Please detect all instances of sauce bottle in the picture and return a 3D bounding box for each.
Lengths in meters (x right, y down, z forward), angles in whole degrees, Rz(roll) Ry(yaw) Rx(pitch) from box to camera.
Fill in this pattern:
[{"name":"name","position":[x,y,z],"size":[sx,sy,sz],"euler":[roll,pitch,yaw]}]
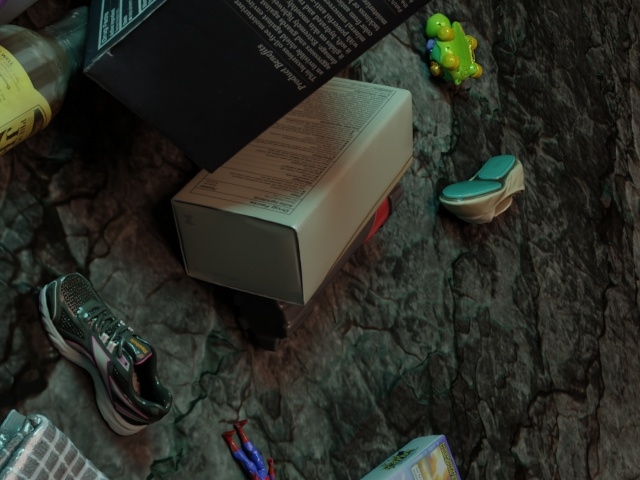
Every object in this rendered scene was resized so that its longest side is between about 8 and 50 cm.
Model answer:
[{"name":"sauce bottle","position":[-0.312,-0.134,0.914],"size":[0.111,0.111,0.344],"euler":[59,40,-14]}]

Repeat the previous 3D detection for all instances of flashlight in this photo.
[{"name":"flashlight","position":[0.000,0.000,1.229],"size":[0.103,0.103,0.304],"euler":[40,44,3]}]

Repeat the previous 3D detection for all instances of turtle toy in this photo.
[{"name":"turtle toy","position":[0.208,-0.313,1.615],"size":[0.095,0.066,0.130],"euler":[8,69,-49]}]

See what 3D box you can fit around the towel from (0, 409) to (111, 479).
[{"name":"towel","position":[-0.243,0.306,0.811],"size":[0.235,0.121,0.283],"euler":[46,45,-28]}]

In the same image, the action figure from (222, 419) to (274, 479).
[{"name":"action figure","position":[-0.069,0.258,1.102],"size":[0.038,0.030,0.115],"euler":[-37,106,-54]}]

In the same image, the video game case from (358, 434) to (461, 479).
[{"name":"video game case","position":[0.116,0.414,1.223],"size":[0.244,0.061,0.269],"euler":[-22,92,-49]}]

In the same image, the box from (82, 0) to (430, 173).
[{"name":"box","position":[-0.070,-0.278,1.000],"size":[0.183,0.294,0.296],"euler":[41,24,-34]}]

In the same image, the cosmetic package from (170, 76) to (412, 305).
[{"name":"cosmetic package","position":[-0.020,-0.073,1.162],"size":[0.309,0.160,0.113],"euler":[-51,146,-43]}]

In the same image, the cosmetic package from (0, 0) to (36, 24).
[{"name":"cosmetic package","position":[-0.287,-0.451,1.033],"size":[0.230,0.161,0.453],"euler":[45,45,-28]}]

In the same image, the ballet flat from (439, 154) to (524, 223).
[{"name":"ballet flat","position":[0.265,-0.069,1.580],"size":[0.248,0.086,0.086],"euler":[-31,99,-51]}]

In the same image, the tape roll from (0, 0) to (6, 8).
[{"name":"tape roll","position":[-0.363,-0.286,0.789],"size":[0.275,0.275,0.090],"euler":[45,45,-28]}]

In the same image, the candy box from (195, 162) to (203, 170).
[{"name":"candy box","position":[-0.167,-0.193,1.169],"size":[0.206,0.027,0.105],"euler":[56,44,-17]}]

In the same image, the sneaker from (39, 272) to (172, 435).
[{"name":"sneaker","position":[-0.200,0.105,0.973],"size":[0.178,0.077,0.072],"euler":[58,40,-13]}]
